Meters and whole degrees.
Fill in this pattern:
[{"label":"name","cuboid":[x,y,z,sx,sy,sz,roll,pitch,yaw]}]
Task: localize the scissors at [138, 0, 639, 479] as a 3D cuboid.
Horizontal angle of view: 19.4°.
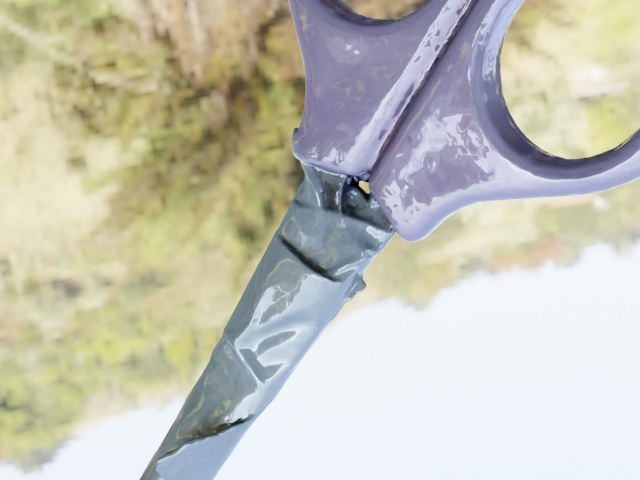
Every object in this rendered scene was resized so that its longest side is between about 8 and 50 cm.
[{"label":"scissors","cuboid":[0.000,0.000,0.418,0.212,0.110,0.021,-56,161,20]}]
